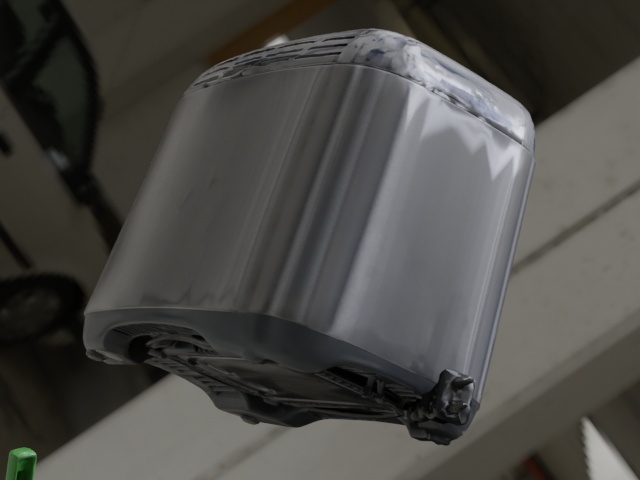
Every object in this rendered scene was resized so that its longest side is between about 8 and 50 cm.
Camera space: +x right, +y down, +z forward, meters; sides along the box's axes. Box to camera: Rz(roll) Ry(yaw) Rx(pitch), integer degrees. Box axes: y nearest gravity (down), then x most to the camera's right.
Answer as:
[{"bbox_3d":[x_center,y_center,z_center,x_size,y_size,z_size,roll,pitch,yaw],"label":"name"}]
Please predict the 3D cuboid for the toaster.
[{"bbox_3d":[0.000,0.000,0.683,0.129,0.146,0.227,25,-16,-29],"label":"toaster"}]

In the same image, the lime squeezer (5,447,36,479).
[{"bbox_3d":[-0.156,0.274,0.853,0.110,0.059,0.310,-34,-111,59],"label":"lime squeezer"}]
